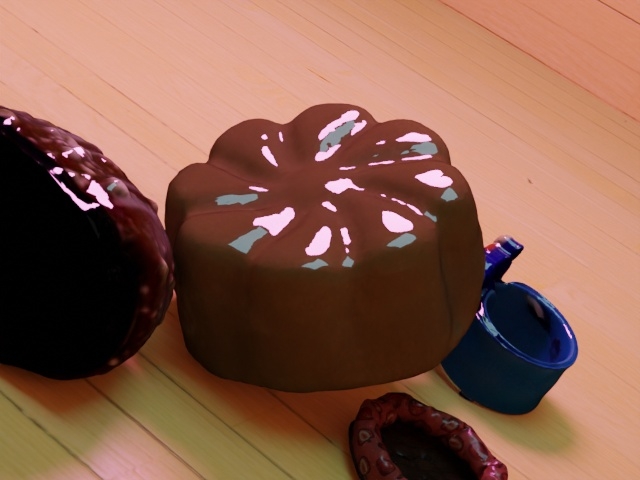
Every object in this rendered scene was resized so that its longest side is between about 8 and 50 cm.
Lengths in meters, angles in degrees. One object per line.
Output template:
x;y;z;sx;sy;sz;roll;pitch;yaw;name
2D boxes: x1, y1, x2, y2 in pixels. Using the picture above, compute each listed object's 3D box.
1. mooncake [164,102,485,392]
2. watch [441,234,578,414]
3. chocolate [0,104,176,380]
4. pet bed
0.000;0.000;1.542;0.378;0.201;0.378;-4;31;3;mooncake
0.228;0.121;1.739;0.200;0.171;0.196;44;43;14;watch
-0.290;-0.008;1.421;0.340;0.225;0.210;37;19;17;chocolate
0.120;0.250;1.487;0.201;0.053;0.201;21;30;-13;pet bed
